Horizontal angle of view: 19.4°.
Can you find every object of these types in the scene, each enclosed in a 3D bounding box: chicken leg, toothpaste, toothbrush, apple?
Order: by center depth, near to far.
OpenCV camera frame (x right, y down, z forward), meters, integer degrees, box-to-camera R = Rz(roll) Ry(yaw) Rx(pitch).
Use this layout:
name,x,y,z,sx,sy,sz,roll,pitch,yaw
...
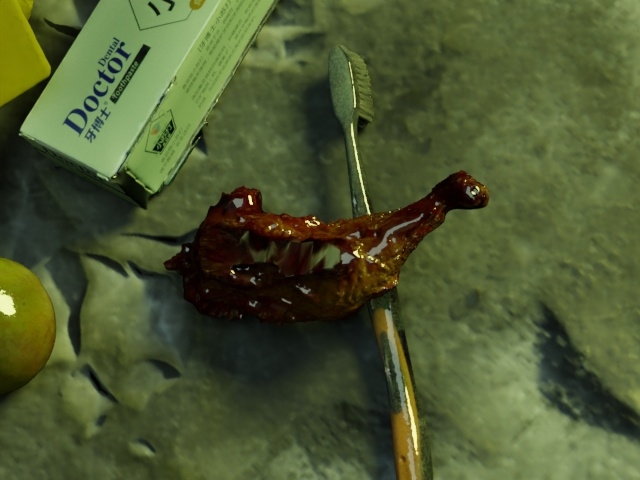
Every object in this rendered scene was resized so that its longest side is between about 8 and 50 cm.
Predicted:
name,x,y,z,sx,sy,sz,roll,pitch,yaw
chicken leg,-0.002,0.006,1.145,0.219,0.048,0.089,-5,81,29
toothbrush,0.037,0.026,1.164,0.023,0.031,0.321,-22,66,35
apple,-0.212,0.055,1.187,0.089,0.074,0.089,-5,79,31
toothpaste,-0.075,-0.173,1.232,0.089,0.071,0.313,27,81,22

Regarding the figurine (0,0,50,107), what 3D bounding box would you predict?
name,x,y,z,sx,sy,sz,roll,pitch,yaw
figurine,-0.231,-0.191,1.210,0.218,0.169,0.327,39,100,-3
